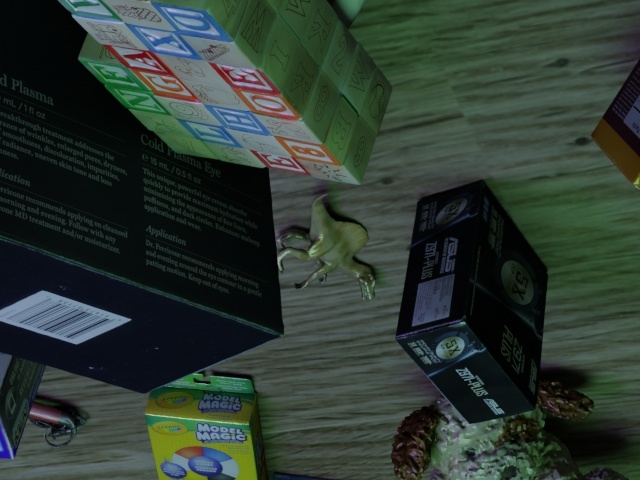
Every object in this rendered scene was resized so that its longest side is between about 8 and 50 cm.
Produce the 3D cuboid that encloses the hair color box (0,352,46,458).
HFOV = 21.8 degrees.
[{"bbox_3d":[-0.483,0.127,1.839,0.339,0.185,0.110,4,138,10],"label":"hair color box"}]

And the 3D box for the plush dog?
[{"bbox_3d":[0.197,0.246,1.848,0.263,0.210,0.225,-20,121,-6],"label":"plush dog"}]

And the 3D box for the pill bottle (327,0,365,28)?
[{"bbox_3d":[-0.117,-0.306,1.245,0.363,0.210,0.210,20,138,-9],"label":"pill bottle"}]

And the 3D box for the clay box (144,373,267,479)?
[{"bbox_3d":[-0.136,0.242,1.984,0.128,0.053,0.222,4,139,8],"label":"clay box"}]

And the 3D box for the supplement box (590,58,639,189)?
[{"bbox_3d":[0.364,-0.103,1.357,0.191,0.129,0.194,27,106,-16],"label":"supplement box"}]

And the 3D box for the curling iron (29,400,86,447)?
[{"bbox_3d":[-0.419,0.194,2.012,0.274,0.035,0.068,17,138,-6],"label":"curling iron"}]

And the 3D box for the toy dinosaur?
[{"bbox_3d":[0.000,0.000,1.695,0.093,0.053,0.183,-19,140,11],"label":"toy dinosaur"}]

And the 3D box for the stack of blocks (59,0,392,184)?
[{"bbox_3d":[-0.081,-0.146,1.197,0.171,0.087,0.297,12,165,24],"label":"stack of blocks"}]

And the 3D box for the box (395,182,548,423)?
[{"bbox_3d":[0.151,0.061,1.614,0.078,0.180,0.147,-17,131,29],"label":"box"}]

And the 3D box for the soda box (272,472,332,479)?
[{"bbox_3d":[0.027,0.337,2.048,0.183,0.058,0.063,6,139,6],"label":"soda box"}]

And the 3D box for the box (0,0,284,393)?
[{"bbox_3d":[-0.215,-0.074,1.380,0.179,0.312,0.343,-24,148,35],"label":"box"}]
